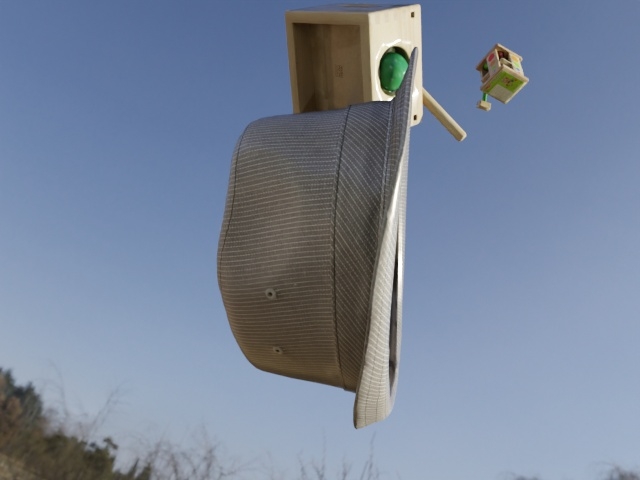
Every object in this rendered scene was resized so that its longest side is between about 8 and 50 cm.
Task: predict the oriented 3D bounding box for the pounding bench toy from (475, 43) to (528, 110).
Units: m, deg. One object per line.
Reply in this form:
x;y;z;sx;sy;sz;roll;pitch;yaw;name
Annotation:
0.267;-0.248;1.134;0.052;0.065;0.083;21;-45;-23;pounding bench toy

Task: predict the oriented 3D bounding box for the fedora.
0.000;0.000;0.534;0.124;0.244;0.276;4;-50;8;fedora

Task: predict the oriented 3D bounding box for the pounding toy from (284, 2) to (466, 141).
0.053;-0.156;0.703;0.141;0.100;0.130;18;-59;43;pounding toy
